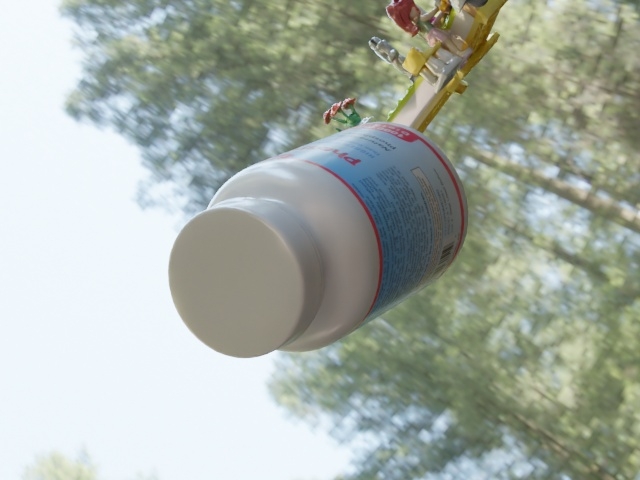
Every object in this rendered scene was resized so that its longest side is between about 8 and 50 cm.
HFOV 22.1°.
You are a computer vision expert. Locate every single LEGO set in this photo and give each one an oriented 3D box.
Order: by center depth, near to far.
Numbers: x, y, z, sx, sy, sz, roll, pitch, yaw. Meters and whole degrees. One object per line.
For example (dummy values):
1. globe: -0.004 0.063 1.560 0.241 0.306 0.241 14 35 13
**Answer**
1. LEGO set: 0.050 -0.137 1.221 0.132 0.107 0.287 -43 -12 -44

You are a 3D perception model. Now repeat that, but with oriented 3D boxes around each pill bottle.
1. pill bottle: 0.000 0.000 0.747 0.160 0.087 0.087 -26 -58 -60
